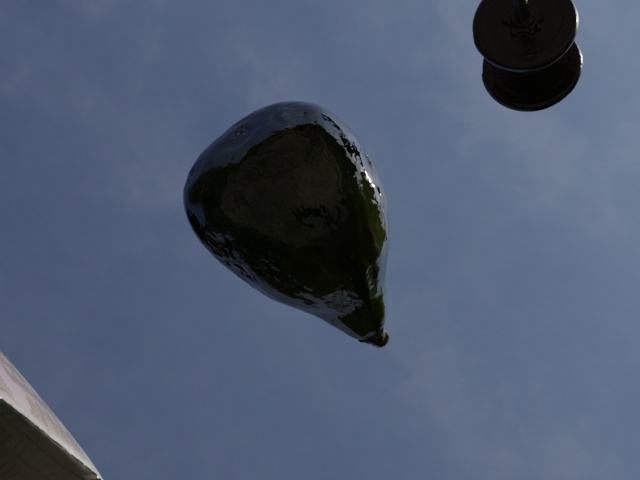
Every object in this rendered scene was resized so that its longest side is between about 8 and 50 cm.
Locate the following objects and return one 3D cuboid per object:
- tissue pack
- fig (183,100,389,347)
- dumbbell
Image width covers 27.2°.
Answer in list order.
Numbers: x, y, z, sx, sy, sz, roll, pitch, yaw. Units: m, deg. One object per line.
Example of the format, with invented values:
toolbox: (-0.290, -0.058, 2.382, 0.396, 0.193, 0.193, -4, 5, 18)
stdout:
tissue pack: (-0.299, 0.127, 1.013, 0.124, 0.225, 0.185, -47, -47, -6)
fig: (0.000, 0.000, 0.822, 0.117, 0.117, 0.177, -38, -76, -6)
dumbbell: (0.137, -0.129, 0.875, 0.069, 0.147, 0.069, -5, -112, 13)
